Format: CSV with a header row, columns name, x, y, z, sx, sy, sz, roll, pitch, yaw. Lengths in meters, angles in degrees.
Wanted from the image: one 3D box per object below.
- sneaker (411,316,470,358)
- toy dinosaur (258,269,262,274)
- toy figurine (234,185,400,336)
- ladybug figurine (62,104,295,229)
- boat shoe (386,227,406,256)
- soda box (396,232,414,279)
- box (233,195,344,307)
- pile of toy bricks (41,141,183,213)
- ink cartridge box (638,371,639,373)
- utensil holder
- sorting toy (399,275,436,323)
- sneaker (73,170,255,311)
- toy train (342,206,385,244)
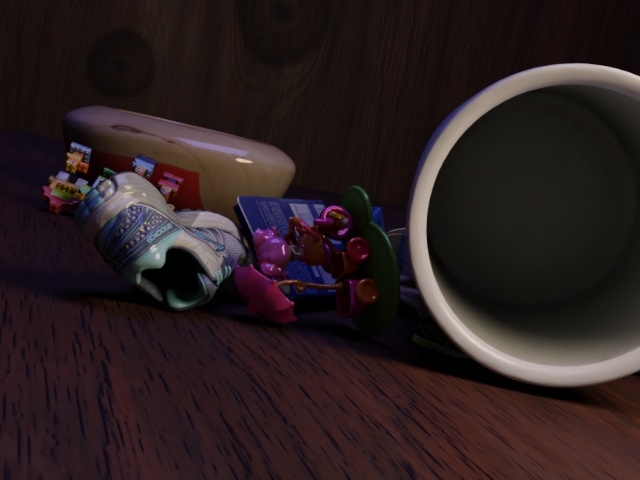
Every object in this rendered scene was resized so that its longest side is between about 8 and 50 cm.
name,x,y,z,sx,sy,sz,roll,pitch,yaw
sneaker,0.143,0.109,1.342,0.083,0.035,0.031,14,7,20
toy dinosaur,-0.024,0.054,1.600,0.090,0.047,0.082,-23,25,-11
toy figurine,-0.017,0.026,1.308,0.159,0.173,0.130,-4,-15,-26
ladybug figurine,-0.261,-0.125,2.094,0.449,0.162,0.305,15,6,26
boat shoe,0.194,0.029,1.970,0.223,0.080,0.073,20,4,23
soda box,0.169,0.021,1.713,0.063,0.058,0.183,19,10,24
box,-0.032,0.014,1.461,0.036,0.136,0.225,-29,-13,23
pile of toy bricks,-0.314,-0.064,1.804,0.212,0.118,0.105,21,38,0
ink cartridge box,0.545,0.139,1.447,0.211,0.121,0.289,5,9,-42
utensil holder,0.260,-0.030,1.382,0.327,0.327,0.385,12,6,3
sorting toy,0.160,0.084,1.634,0.193,0.038,0.208,8,12,-29
sneaker,-0.150,0.032,1.294,0.122,0.110,0.283,55,14,28
toy train,0.000,0.000,1.672,0.184,0.080,0.105,-1,22,25
